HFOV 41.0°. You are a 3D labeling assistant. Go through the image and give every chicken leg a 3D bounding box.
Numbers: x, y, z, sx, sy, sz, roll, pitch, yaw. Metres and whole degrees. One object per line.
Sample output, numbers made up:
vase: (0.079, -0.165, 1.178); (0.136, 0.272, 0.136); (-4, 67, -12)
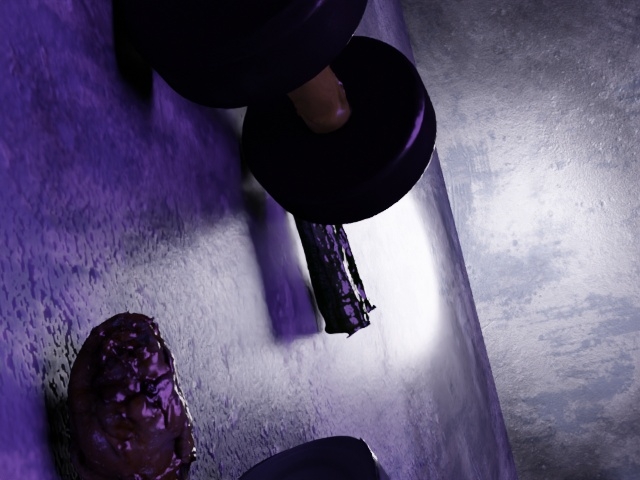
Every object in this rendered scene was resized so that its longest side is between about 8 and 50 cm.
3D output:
chicken leg: (-0.103, 0.143, 0.515); (0.085, 0.069, 0.197); (-132, -152, -70)

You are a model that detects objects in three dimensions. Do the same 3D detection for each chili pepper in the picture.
chili pepper: (0.000, 0.000, 1.012); (0.088, 0.059, 0.226); (-56, 128, -64)

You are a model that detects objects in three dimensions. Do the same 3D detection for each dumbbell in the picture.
dumbbell: (-0.022, -0.163, 0.801); (0.322, 0.204, 0.203); (48, 31, -59)

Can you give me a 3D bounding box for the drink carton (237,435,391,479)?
drink carton: (0.016, 0.261, 0.645); (0.189, 0.186, 0.191); (54, 26, -28)
